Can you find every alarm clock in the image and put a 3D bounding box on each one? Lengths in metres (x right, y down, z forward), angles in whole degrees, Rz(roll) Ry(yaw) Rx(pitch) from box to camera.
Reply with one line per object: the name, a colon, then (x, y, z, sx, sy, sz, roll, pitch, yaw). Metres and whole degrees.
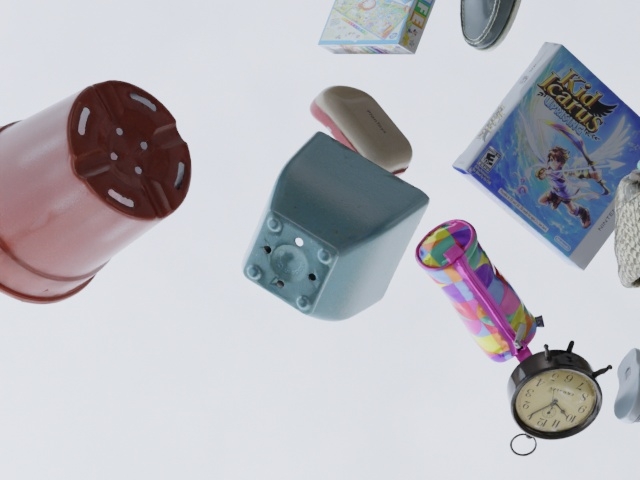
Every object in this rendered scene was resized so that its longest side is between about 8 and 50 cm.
alarm clock: (0.321, 0.231, 1.957, 0.129, 0.192, 0.064, 19, -155, -14)

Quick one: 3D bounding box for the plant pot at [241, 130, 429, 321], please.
plant pot: (0.000, 0.000, 2.411, 0.247, 0.248, 0.252, 31, -149, 12)

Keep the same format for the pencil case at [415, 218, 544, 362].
pencil case: (0.228, 0.075, 1.974, 0.236, 0.104, 0.104, 50, -157, -33)

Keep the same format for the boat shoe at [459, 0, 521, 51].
boat shoe: (0.243, -0.443, 2.069, 0.099, 0.319, 0.116, -5, -159, -41)

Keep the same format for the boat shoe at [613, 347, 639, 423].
boat shoe: (0.462, 0.215, 1.921, 0.083, 0.065, 0.183, 32, -155, 0)

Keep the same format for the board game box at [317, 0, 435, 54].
board game box: (0.066, -0.254, 1.498, 0.026, 0.103, 0.154, 25, 173, -33)

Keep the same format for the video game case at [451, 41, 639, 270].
video game case: (0.379, -0.128, 2.133, 0.269, 0.244, 0.061, 38, 177, -21)

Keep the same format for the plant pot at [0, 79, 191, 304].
plant pot: (-0.333, -0.080, 1.900, 0.272, 0.265, 0.272, 22, -123, -38)

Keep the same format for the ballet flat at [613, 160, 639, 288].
ballet flat: (0.476, 0.036, 1.280, 0.164, 0.182, 0.483, -2, -171, -40)

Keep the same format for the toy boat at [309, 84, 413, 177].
toy boat: (0.062, -0.194, 2.731, 0.231, 0.151, 0.151, 52, -145, 15)
